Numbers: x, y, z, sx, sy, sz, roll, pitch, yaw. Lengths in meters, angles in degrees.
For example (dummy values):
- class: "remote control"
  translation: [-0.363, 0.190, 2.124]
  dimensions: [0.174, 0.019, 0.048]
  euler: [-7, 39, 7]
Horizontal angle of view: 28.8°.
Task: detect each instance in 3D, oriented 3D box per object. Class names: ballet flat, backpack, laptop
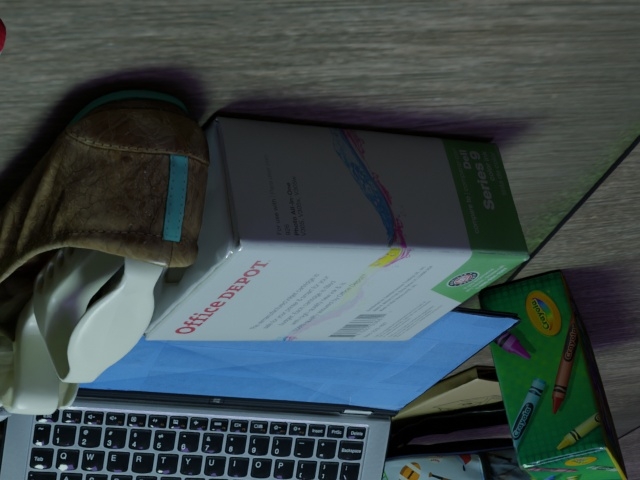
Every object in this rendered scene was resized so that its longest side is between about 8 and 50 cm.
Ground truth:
- class: "ballet flat"
  translation: [-0.165, 0.036, 0.778]
  dimensions: [0.116, 0.124, 0.342]
  euler: [6, 154, -36]
- class: "backpack"
  translation: [0.160, 0.324, 1.528]
  dimensions: [0.263, 0.213, 0.276]
  euler: [4, 160, -10]
- class: "laptop"
  translation: [-0.077, 0.222, 1.096]
  dimensions: [0.382, 0.408, 0.236]
  euler: [7, -173, -21]

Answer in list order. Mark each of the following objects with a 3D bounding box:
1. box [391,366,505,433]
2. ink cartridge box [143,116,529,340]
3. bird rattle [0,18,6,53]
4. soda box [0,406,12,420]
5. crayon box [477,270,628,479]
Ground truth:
- class: "box"
  translation: [0.167, 0.195, 1.492]
  dimensions: [0.164, 0.021, 0.201]
  euler: [9, 152, -42]
- class: "ink cartridge box"
  translation: [0.000, 0.000, 0.812]
  dimensions: [0.212, 0.093, 0.154]
  euler: [0, 156, -31]
- class: "bird rattle"
  translation: [-0.264, -0.029, 0.574]
  dimensions: [0.207, 0.143, 0.253]
  euler: [11, 151, -11]
- class: "soda box"
  translation: [-0.347, 0.106, 0.937]
  dimensions: [0.216, 0.074, 0.069]
  euler: [9, 152, -42]
- class: "crayon box"
  translation: [0.232, 0.151, 1.211]
  dimensions: [0.081, 0.165, 0.278]
  euler: [-16, 158, 13]
